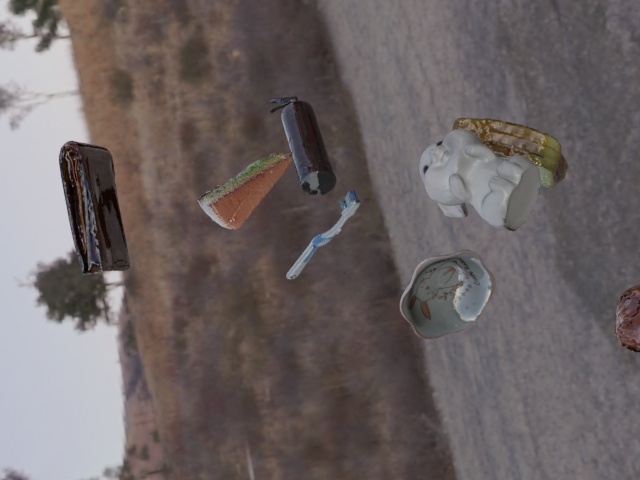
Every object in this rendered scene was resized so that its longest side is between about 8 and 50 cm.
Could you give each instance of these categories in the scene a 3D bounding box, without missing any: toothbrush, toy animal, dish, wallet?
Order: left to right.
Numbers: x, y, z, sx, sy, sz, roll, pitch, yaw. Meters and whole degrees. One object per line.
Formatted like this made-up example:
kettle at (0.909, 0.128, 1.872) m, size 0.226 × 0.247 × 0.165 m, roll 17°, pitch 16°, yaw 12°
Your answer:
wallet at (-0.332, -0.046, 1.377) m, size 0.161 × 0.042 × 0.195 m, roll -17°, pitch -84°, yaw -87°
toothbrush at (0.002, 0.004, 2.023) m, size 0.386 × 0.040 × 0.040 m, roll 127°, pitch 138°, yaw -54°
dish at (0.268, 0.105, 2.066) m, size 0.081 × 0.230 × 0.229 m, roll -126°, pitch 23°, yaw -57°
toy animal at (0.264, -0.094, 1.542) m, size 0.193 × 0.127 × 0.178 m, roll 23°, pitch 173°, yaw 41°

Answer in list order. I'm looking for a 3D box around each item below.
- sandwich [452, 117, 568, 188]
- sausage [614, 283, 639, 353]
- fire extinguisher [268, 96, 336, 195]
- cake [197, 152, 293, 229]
sandwich at (0.411, -0.190, 2.004) m, size 0.251 × 0.226 × 0.087 m, roll 20°, pitch -92°, yaw -70°
sausage at (0.516, 0.077, 1.103) m, size 0.102 × 0.331 × 0.102 m, roll -6°, pitch -90°, yaw -82°
fire extinguisher at (-0.040, -0.204, 1.872) m, size 0.072 × 0.089 × 0.267 m, roll 66°, pitch -174°, yaw -51°
cake at (-0.153, -0.111, 2.084) m, size 0.090 × 0.225 × 0.109 m, roll 59°, pitch 166°, yaw -19°
